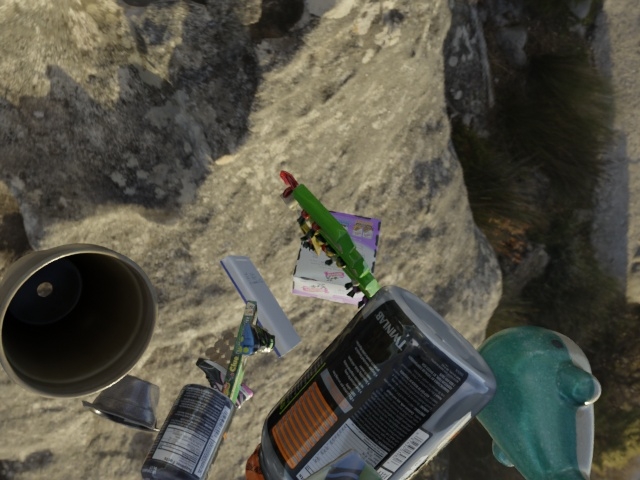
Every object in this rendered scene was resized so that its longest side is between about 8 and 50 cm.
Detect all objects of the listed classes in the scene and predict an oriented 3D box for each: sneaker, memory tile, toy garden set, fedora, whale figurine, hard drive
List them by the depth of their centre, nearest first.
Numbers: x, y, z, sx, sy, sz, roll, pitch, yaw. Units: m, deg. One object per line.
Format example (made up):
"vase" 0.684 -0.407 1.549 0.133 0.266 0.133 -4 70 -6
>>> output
"whale figurine" 0.274 0.238 0.727 0.141 0.272 0.216 15 133 -10
"toy garden set" 0.000 0.000 0.821 0.049 0.204 0.244 -39 145 -3
"sneaker" -0.139 0.221 1.236 0.078 0.188 0.067 14 86 -1
"sneaker" -0.256 0.375 1.418 0.178 0.072 0.077 44 66 -16
"fedora" -0.541 0.456 1.569 0.243 0.275 0.125 23 62 -10
"hard drive" -0.172 0.187 1.640 0.040 0.210 0.319 -34 84 6
"memory tile" -0.287 0.348 1.706 0.113 0.148 0.012 -40 129 -19

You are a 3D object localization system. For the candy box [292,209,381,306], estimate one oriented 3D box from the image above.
"candy box" 0.037 0.034 1.190 0.164 0.196 0.070 11 142 3

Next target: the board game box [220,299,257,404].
"board game box" -0.199 0.291 1.358 0.030 0.260 0.136 13 147 0

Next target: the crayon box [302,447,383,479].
"crayon box" 0.038 0.326 0.425 0.203 0.083 0.323 -35 116 7

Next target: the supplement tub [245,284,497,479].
"supplement tub" 0.056 0.230 0.718 0.193 0.194 0.316 33 103 -33

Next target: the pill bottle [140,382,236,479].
"pill bottle" -0.275 0.427 1.112 0.130 0.130 0.246 54 43 -33

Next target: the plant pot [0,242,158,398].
"plant pot" -0.572 0.142 1.215 0.323 0.280 0.324 -15 112 -41
